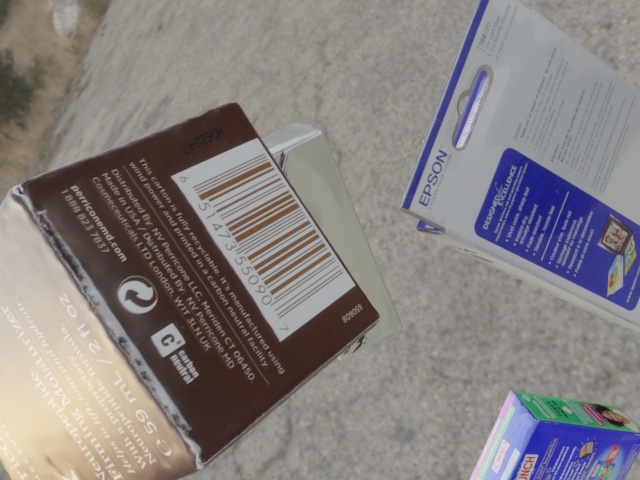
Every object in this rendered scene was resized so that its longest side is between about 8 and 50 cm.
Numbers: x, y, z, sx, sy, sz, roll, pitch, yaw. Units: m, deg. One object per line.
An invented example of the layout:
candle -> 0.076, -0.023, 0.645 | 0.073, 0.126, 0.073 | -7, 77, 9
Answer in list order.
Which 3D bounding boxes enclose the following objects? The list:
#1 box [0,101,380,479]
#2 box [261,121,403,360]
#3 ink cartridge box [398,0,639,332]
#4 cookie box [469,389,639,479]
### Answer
box -> -0.111, 0.051, 0.516 | 0.203, 0.168, 0.167 | -35, -1, 44
box -> 0.000, 0.000, 1.015 | 0.094, 0.275, 0.113 | -27, 18, -9
ink cartridge box -> 0.187, -0.045, 0.627 | 0.065, 0.333, 0.165 | 19, 86, 55
cookie box -> 0.175, 0.165, 0.616 | 0.092, 0.107, 0.040 | -69, 27, 16
